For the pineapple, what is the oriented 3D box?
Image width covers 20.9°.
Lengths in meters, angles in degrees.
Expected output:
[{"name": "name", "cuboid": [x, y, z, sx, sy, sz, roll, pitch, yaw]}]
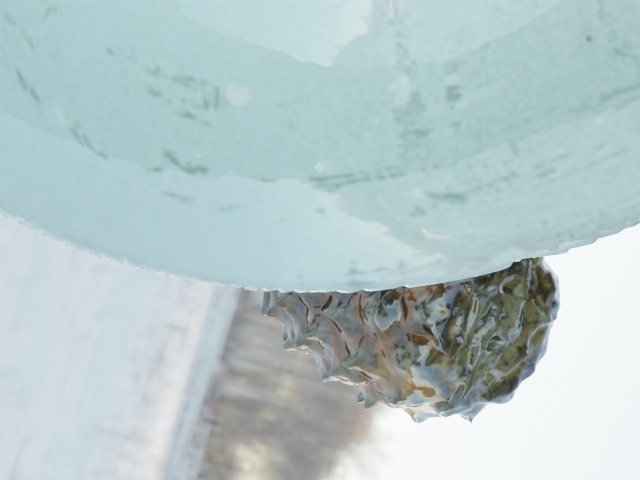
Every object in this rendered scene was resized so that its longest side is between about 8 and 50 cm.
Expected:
[{"name": "pineapple", "cuboid": [0.000, 0.000, 1.178, 0.361, 0.175, 0.175, 22, -82, 48]}]

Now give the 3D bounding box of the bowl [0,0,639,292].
[{"name": "bowl", "cuboid": [0.021, -0.182, 0.690, 0.435, 0.434, 0.196, 109, -20, -49]}]
